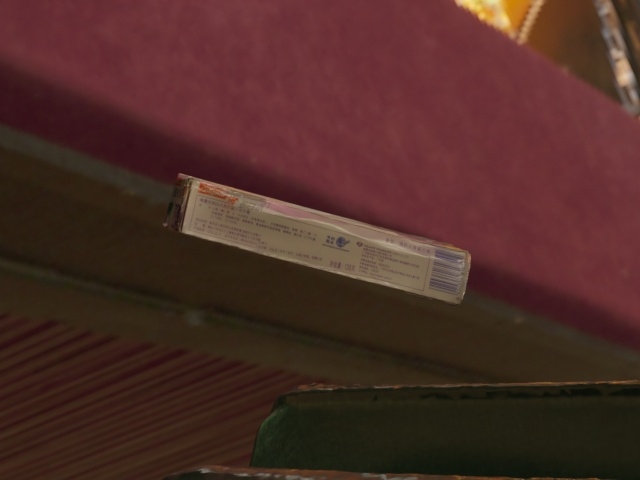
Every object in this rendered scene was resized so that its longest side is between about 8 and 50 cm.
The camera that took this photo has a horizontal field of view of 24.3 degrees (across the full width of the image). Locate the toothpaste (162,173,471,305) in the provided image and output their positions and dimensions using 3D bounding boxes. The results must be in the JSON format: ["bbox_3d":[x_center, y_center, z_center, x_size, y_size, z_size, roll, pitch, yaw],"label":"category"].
[{"bbox_3d":[0.000,0.000,0.956,0.196,0.047,0.040,15,90,-15],"label":"toothpaste"}]

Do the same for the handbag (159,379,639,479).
[{"bbox_3d":[0.091,0.163,0.530,0.089,0.326,0.238,-36,107,-38],"label":"handbag"}]
